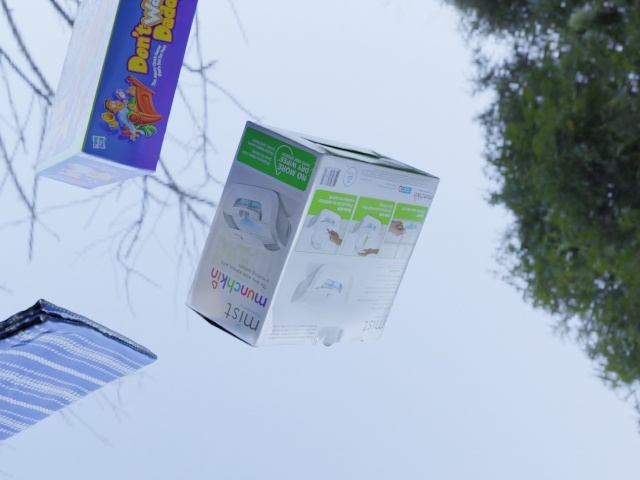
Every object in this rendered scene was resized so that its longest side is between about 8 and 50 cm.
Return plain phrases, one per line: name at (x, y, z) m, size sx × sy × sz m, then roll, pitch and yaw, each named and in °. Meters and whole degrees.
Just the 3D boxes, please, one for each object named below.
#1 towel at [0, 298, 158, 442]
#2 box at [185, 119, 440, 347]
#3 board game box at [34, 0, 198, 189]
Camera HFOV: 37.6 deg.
towel at (-0.369, 0.181, 1.011) m, size 0.336 × 0.243 × 0.040 m, roll -28°, pitch -114°, yaw 6°
box at (0.000, 0.000, 1.131) m, size 0.127 × 0.231 × 0.262 m, roll 27°, pitch -166°, yaw 33°
board game box at (-0.241, -0.187, 1.087) m, size 0.078 × 0.233 × 0.347 m, roll 15°, pitch 174°, yaw -23°
